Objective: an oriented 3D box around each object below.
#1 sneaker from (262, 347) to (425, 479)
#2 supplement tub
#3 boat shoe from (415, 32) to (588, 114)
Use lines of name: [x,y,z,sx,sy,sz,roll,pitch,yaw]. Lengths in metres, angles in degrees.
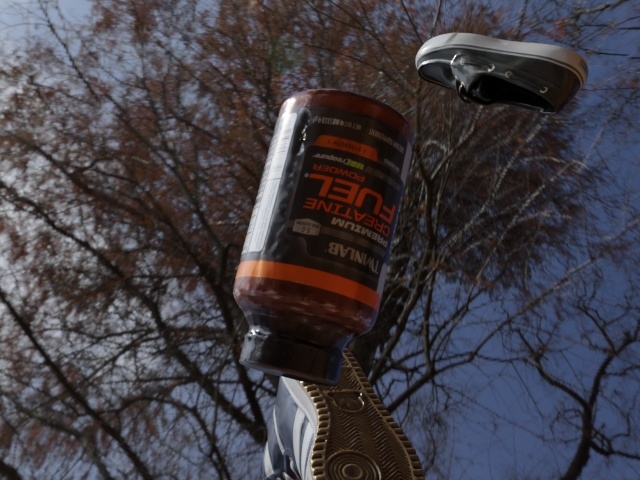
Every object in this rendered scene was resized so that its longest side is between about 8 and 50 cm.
sneaker: [0.012,0.226,0.661,0.099,0.282,0.153,4,-64,-18]
supplement tub: [0.000,0.000,0.499,0.106,0.106,0.197,11,-104,8]
boat shoe: [0.122,-0.120,0.509,0.049,0.142,0.040,44,-108,-42]
